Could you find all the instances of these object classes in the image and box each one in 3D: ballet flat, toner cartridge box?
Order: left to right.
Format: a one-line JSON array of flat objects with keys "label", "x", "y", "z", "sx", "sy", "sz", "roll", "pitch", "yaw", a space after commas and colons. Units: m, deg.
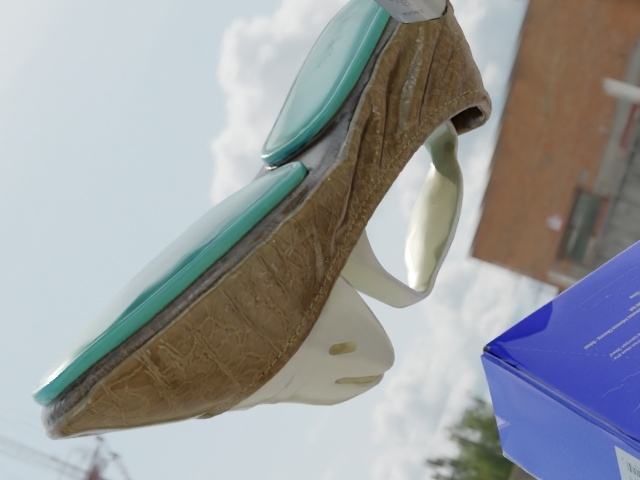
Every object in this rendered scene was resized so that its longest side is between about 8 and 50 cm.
[{"label": "ballet flat", "x": 0.000, "y": 0.000, "z": 0.733, "sx": 0.116, "sy": 0.124, "sz": 0.342, "roll": -29, "pitch": 20, "yaw": 45}, {"label": "toner cartridge box", "x": 0.265, "y": 0.026, "z": 0.746, "sx": 0.347, "sy": 0.165, "sz": 0.075, "roll": -31, "pitch": -53, "yaw": -22}]

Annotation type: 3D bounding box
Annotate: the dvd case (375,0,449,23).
[{"label": "dvd case", "x": -0.018, "y": -0.192, "z": 0.421, "sx": 0.253, "sy": 0.022, "sz": 0.180, "roll": 28, "pitch": -117, "yaw": -56}]
